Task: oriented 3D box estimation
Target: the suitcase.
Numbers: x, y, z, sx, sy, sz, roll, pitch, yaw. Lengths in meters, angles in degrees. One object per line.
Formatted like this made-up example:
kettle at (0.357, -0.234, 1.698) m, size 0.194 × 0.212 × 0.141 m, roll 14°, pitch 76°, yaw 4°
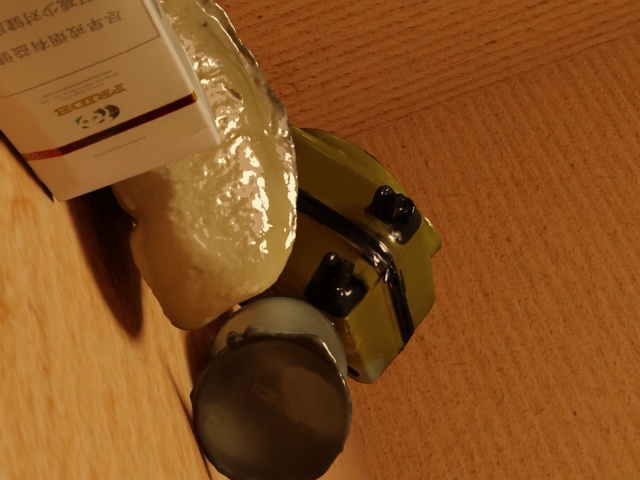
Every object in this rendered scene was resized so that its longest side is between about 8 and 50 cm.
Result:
suitcase at (0.000, 0.000, 0.984) m, size 0.193 × 0.143 × 0.235 m, roll 32°, pitch -18°, yaw 24°

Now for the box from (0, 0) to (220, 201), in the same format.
box at (-0.102, -0.076, 0.477) m, size 0.154 × 0.083 × 0.040 m, roll 68°, pitch 0°, yaw -64°

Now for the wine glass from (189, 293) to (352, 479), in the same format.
wine glass at (-0.031, 0.088, 0.776) m, size 0.222 × 0.103 × 0.103 m, roll -104°, pitch 174°, yaw -84°

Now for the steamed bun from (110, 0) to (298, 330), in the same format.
steamed bun at (-0.073, -0.057, 0.647) m, size 0.231 × 0.110 × 0.213 m, roll 72°, pitch -6°, yaw -72°
